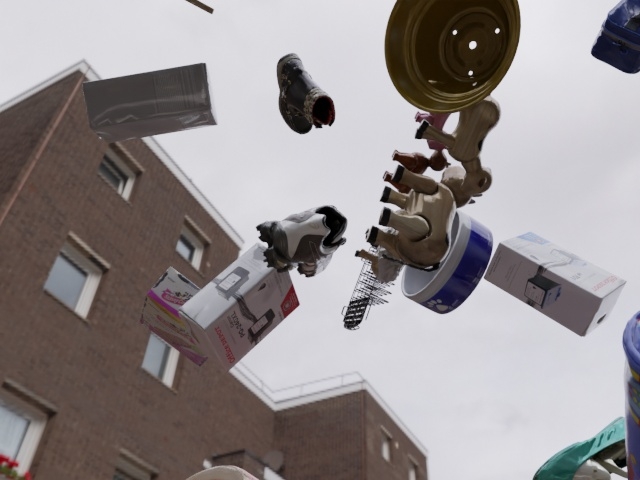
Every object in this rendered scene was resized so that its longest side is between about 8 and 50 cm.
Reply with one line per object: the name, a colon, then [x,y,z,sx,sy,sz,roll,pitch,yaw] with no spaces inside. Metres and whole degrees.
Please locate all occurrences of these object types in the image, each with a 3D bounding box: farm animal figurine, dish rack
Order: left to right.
dish rack: [0.135,0.097,1.498,0.074,0.272,0.208,23,-12,-6]
farm animal figurine: [0.208,-0.089,1.078,0.172,0.327,0.330,22,-15,-2]

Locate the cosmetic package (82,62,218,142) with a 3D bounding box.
cosmetic package: [-0.331,-0.270,1.217,0.237,0.107,0.127,-8,-3,-5]

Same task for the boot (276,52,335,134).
boot: [-0.031,-0.312,1.482,0.085,0.179,0.236,-26,-35,-12]

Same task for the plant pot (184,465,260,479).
plant pot: [-0.085,0.410,0.691,0.274,0.275,0.243,-25,-67,26]

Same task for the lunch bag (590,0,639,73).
lunch bag: [0.368,-0.248,0.715,0.067,0.098,0.065,36,-26,22]

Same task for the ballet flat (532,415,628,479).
ballet flat: [0.476,0.378,1.041,0.247,0.087,0.083,-20,-66,-23]

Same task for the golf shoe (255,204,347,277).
golf shoe: [0.000,0.000,0.759,0.093,0.077,0.198,-22,-4,16]

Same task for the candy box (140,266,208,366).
candy box: [-0.256,0.154,1.168,0.159,0.071,0.233,37,-27,-2]

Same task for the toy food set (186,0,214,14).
toy food set: [-0.187,-0.295,0.609,0.132,0.192,0.039,11,-65,-49]

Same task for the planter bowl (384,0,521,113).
planter bowl: [0.209,-0.295,0.908,0.090,0.217,0.217,-10,-26,-49]

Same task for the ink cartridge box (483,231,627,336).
ink cartridge box: [0.405,0.070,1.063,0.139,0.190,0.082,-13,-53,-48]

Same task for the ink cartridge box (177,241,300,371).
ink cartridge box: [-0.110,0.094,0.861,0.063,0.150,0.109,30,-29,34]

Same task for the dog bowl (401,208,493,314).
dog bowl: [0.324,0.054,1.587,0.104,0.265,0.265,29,-49,-11]

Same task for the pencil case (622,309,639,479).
pencil case: [0.348,0.203,0.553,0.133,0.119,0.306,-1,-60,29]
